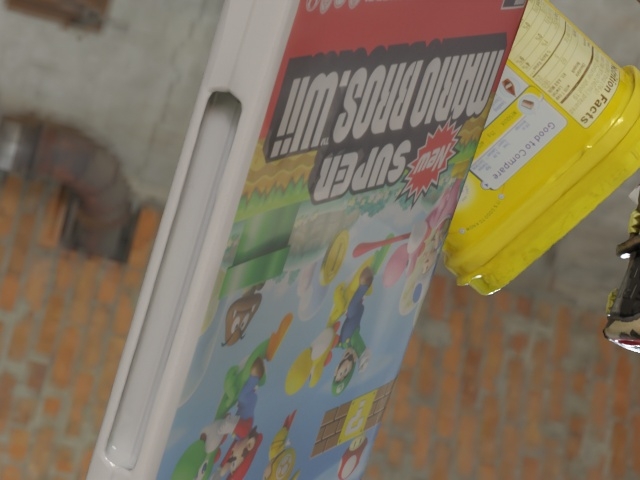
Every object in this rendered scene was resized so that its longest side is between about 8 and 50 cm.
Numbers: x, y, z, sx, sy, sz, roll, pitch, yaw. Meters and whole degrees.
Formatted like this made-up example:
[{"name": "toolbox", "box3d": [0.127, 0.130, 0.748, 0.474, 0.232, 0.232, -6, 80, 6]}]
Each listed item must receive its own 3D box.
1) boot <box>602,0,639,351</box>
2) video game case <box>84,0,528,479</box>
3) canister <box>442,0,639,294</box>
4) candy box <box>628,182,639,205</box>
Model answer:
[{"name": "boot", "box3d": [0.173, -0.092, 0.764, 0.138, 0.377, 0.284, -2, -103, 59]}, {"name": "video game case", "box3d": [0.000, 0.000, 0.631, 0.204, 0.025, 0.285, -18, 130, -60]}, {"name": "canister", "box3d": [0.055, -0.074, 0.774, 0.126, 0.170, 0.073, -44, -167, 24]}, {"name": "candy box", "box3d": [0.391, -0.099, 1.532, 0.196, 0.070, 0.165, -30, 161, -45]}]
